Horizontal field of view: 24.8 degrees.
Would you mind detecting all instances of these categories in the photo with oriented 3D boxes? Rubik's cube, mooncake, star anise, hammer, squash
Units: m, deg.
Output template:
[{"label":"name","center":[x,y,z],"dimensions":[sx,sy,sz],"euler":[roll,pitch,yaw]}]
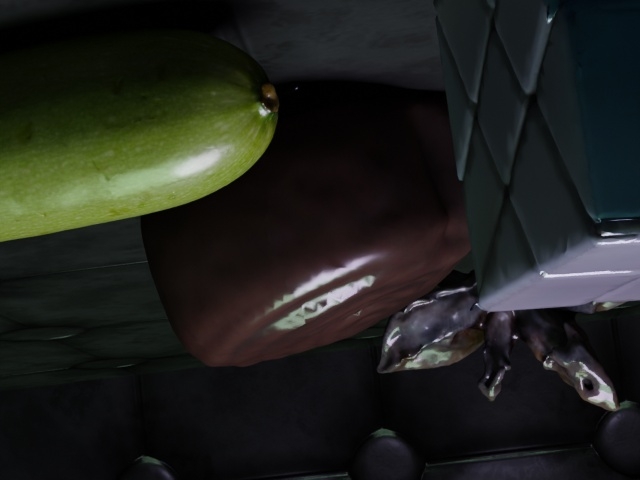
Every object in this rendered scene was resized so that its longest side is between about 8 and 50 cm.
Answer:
[{"label":"Rubik's cube","center":[0.207,-0.088,0.863],"dimensions":[0.225,0.231,0.221],"euler":[-6,169,-11]},{"label":"mooncake","center":[0.000,0.000,1.284],"dimensions":[0.334,0.174,0.326],"euler":[-9,164,-44]},{"label":"star anise","center":[0.197,0.059,1.401],"dimensions":[0.258,0.198,0.110],"euler":[10,162,27]},{"label":"hammer","center":[-0.044,-0.096,1.225],"dimensions":[0.065,0.021,0.178],"euler":[-11,170,-15]},{"label":"squash","center":[-0.145,-0.073,0.986],"dimensions":[0.247,0.132,0.132],"euler":[-9,169,10]}]
